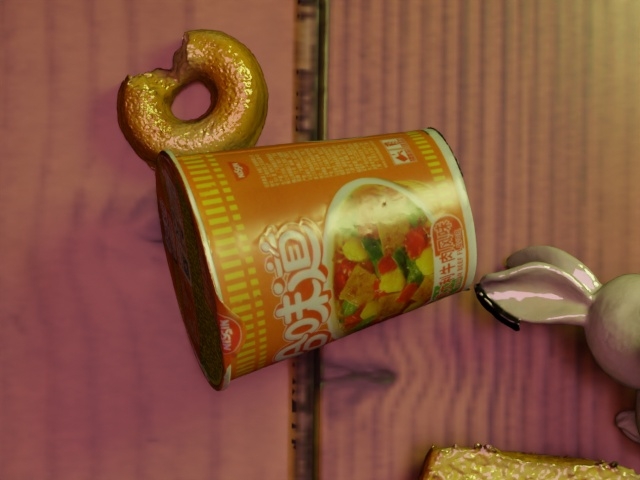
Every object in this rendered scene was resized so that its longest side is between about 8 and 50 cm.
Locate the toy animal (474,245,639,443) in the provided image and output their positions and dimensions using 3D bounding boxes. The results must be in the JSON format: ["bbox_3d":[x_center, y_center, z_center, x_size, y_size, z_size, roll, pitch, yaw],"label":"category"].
[{"bbox_3d":[0.202,0.072,1.230,0.127,0.131,0.182,-29,105,29],"label":"toy animal"}]

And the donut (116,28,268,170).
[{"bbox_3d":[-0.086,-0.095,1.262,0.108,0.043,0.097,-42,89,-2],"label":"donut"}]

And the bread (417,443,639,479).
[{"bbox_3d":[0.146,0.195,1.247,0.187,0.065,0.103,6,84,-3],"label":"bread"}]

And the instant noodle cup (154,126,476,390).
[{"bbox_3d":[0.000,0.000,1.211,0.185,0.168,0.168,-14,87,-13],"label":"instant noodle cup"}]
